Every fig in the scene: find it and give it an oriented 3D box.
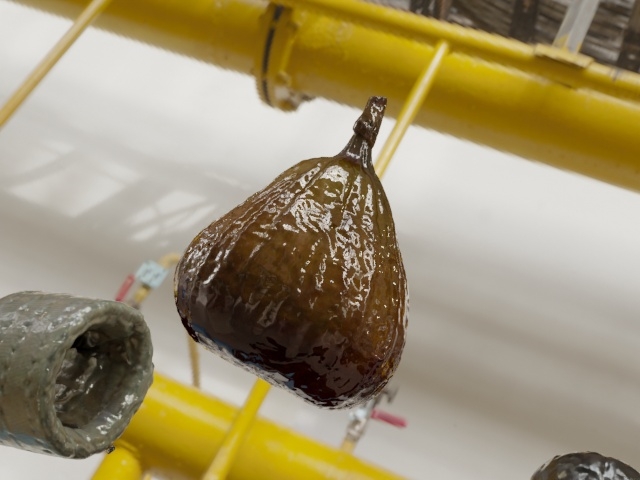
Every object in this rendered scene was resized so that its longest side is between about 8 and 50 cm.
[{"bbox_3d":[-0.010,0.010,0.506,0.119,0.153,0.119,9,-36,7],"label":"fig"}]

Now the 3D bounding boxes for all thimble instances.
[{"bbox_3d":[-0.177,0.086,0.651,0.090,0.115,0.102,5,-81,27],"label":"thimble"}]

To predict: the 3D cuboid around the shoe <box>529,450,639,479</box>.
[{"bbox_3d":[0.297,0.425,1.179,0.171,0.237,0.384,14,-49,21],"label":"shoe"}]
